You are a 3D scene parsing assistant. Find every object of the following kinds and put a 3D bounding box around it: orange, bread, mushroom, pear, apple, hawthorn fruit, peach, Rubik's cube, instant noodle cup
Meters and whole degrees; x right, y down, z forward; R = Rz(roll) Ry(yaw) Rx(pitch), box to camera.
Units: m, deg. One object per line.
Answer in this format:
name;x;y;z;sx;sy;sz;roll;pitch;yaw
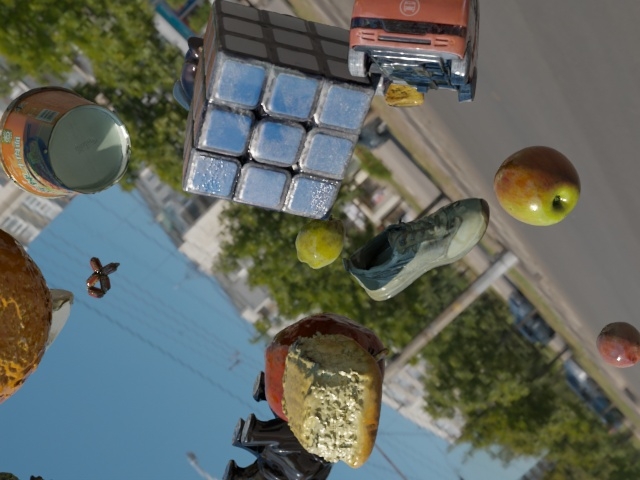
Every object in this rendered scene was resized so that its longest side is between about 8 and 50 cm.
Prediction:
orange;-0.613;0.121;1.426;0.293;0.340;0.340;4;154;40
bread;0.014;0.231;1.326;0.121;0.174;0.245;-2;-176;-16
mushroom;-0.647;0.229;1.884;0.109;0.351;0.097;39;-170;-13
pear;0.000;0.000;2.024;0.107;0.131;0.107;24;-173;-3
apple;0.523;-0.127;2.136;0.196;0.196;0.196;45;-174;-6
hawthorn fruit;0.022;0.233;1.642;0.224;0.224;0.261;44;144;-19
peach;0.522;0.183;1.549;0.083;0.083;0.083;45;-174;-6
bread;0.209;-0.448;2.289;0.083;0.114;0.210;141;126;-86
Rubik's cube;-0.094;-0.257;1.744;0.301;0.305;0.303;11;-147;-15
instant noodle cup;-0.491;-0.187;1.751;0.182;0.230;0.230;12;158;48

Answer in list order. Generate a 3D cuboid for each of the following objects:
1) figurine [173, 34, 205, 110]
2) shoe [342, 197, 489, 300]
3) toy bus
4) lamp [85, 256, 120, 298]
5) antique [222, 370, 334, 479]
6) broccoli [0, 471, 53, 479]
figurine;-0.208;-0.391;2.122;0.218;0.206;0.365;9;-172;-21
shoe;0.158;0.003;1.482;0.098;0.275;0.103;33;-146;-37
toy bus;0.182;-0.376;1.563;0.203;0.232;0.427;7;-178;11
lamp;-0.455;0.080;1.846;0.063;0.083;0.031;14;-179;4
antique;-0.065;0.463;2.084;0.255;0.322;0.185;18;-162;-8
broccoli;-0.676;0.654;1.862;0.318;0.338;0.277;-11;-152;-40
